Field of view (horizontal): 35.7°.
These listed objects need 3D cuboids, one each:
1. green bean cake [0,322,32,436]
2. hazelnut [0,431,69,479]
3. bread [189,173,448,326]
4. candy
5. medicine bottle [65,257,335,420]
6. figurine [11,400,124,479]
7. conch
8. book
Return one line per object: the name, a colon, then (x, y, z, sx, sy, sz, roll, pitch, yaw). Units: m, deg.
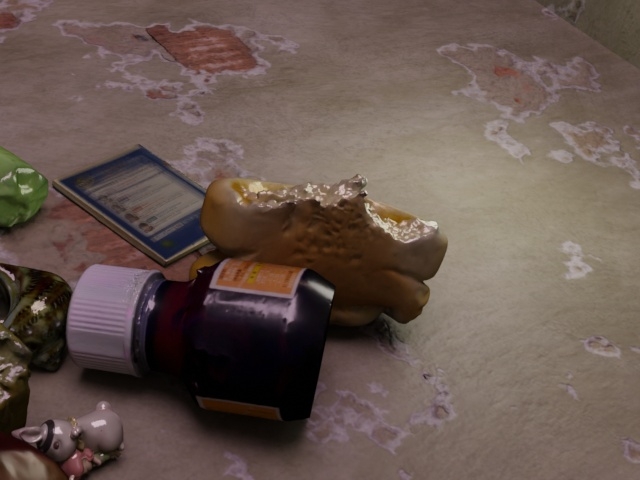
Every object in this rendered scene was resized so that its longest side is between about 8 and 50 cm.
green bean cake: (-0.499, 0.237, 1.323, 0.124, 0.233, 0.236, 31, 42, 15)
hazelnut: (-0.426, 0.393, 1.055, 0.359, 0.359, 0.409, 0, 36, -15)
bread: (0.001, 0.016, 1.685, 0.424, 0.245, 0.329, 10, -6, -12)
candy: (-0.662, -0.147, 1.847, 0.343, 0.132, 0.142, 28, 56, 21)
medicine bottle: (-0.181, 0.133, 1.525, 0.395, 0.242, 0.242, 11, 37, 7)
figurine: (-0.349, 0.289, 1.395, 0.146, 0.081, 0.098, -12, 68, -42)
conch: (-0.477, 0.121, 1.568, 0.187, 0.124, 0.181, -26, 57, -2)
book: (-0.330, -0.077, 1.934, 0.322, 0.018, 0.228, 33, 41, 26)
